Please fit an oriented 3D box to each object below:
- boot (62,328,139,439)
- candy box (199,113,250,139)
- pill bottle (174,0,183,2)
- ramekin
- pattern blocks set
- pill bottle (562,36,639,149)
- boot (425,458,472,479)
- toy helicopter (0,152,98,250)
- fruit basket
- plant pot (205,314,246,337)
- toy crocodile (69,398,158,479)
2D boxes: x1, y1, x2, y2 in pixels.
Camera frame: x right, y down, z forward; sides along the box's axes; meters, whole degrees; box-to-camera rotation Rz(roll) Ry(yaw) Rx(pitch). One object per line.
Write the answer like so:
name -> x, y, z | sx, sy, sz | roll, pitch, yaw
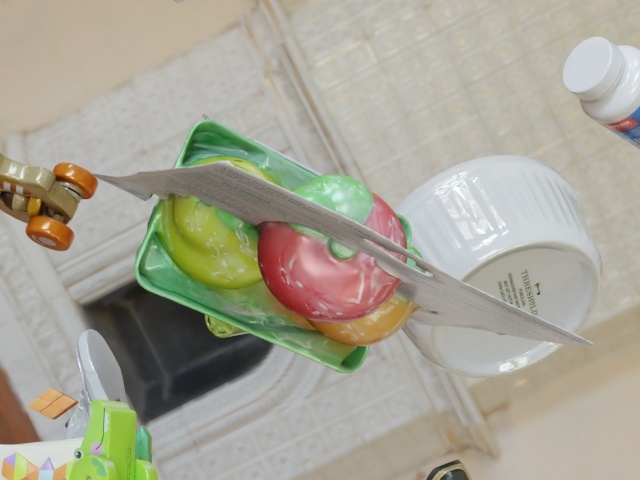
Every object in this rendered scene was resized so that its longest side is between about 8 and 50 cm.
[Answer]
boot -> -0.399, 0.292, 1.868 | 0.258, 0.123, 0.095 | 69, 15, 14
candy box -> -0.127, -0.128, 1.731 | 0.159, 0.071, 0.233 | 29, 3, -14
pill bottle -> -0.117, -0.455, 1.561 | 0.153, 0.264, 0.153 | 63, 9, -19
ramekin -> 0.202, 0.043, 1.269 | 0.273, 0.272, 0.127 | 58, 6, -43
pattern blocks set -> -0.393, 0.359, 1.568 | 0.026, 0.324, 0.286 | 55, 21, -73
pill bottle -> 0.473, -0.221, 1.655 | 0.221, 0.124, 0.124 | 23, 29, -33
boot -> 0.177, 0.367, 1.257 | 0.137, 0.076, 0.198 | -135, -146, -56
toy helicopter -> -0.564, -0.124, 1.854 | 0.355, 0.234, 0.140 | 53, 50, -53
fruit basket -> 0.000, 0.000, 0.892 | 0.327, 0.166, 0.353 | 26, -15, -23
plant pot -> -0.120, 0.102, 1.528 | 0.079, 0.083, 0.083 | -20, 82, -54
toy crocodile -> -0.286, 0.382, 1.433 | 0.115, 0.105, 0.341 | 16, 70, -62
